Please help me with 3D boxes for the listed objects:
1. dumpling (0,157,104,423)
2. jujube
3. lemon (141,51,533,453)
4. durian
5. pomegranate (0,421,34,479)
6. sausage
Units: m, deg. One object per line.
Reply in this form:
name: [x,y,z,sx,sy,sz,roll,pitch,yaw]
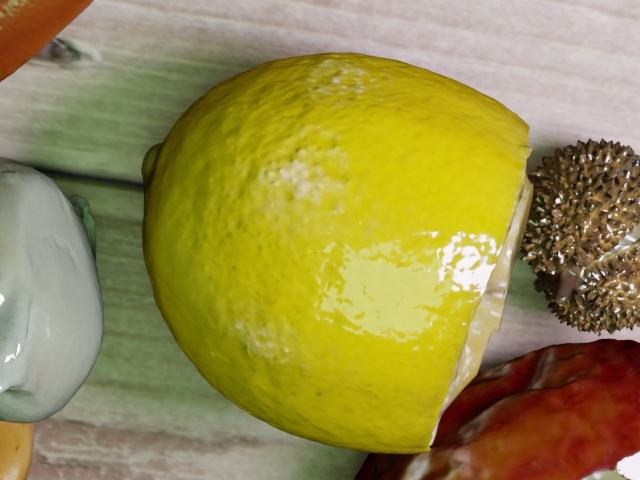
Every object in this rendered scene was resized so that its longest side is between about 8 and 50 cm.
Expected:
dumpling: [-0.293,0.024,1.624,0.270,0.320,0.212,37,86,11]
jujube: [0.201,0.251,1.802,0.377,0.276,0.276,-27,106,-2]
lemon: [0.000,0.000,1.678,0.364,0.364,0.364,-2,104,-8]
durian: [0.252,0.005,1.787,0.167,0.196,0.196,-30,110,38]
pomegranate: [-0.364,0.191,1.729,0.209,0.209,0.209,-2,104,-8]
sausage: [-0.207,-0.272,1.695,0.348,0.094,0.097,-42,102,4]
